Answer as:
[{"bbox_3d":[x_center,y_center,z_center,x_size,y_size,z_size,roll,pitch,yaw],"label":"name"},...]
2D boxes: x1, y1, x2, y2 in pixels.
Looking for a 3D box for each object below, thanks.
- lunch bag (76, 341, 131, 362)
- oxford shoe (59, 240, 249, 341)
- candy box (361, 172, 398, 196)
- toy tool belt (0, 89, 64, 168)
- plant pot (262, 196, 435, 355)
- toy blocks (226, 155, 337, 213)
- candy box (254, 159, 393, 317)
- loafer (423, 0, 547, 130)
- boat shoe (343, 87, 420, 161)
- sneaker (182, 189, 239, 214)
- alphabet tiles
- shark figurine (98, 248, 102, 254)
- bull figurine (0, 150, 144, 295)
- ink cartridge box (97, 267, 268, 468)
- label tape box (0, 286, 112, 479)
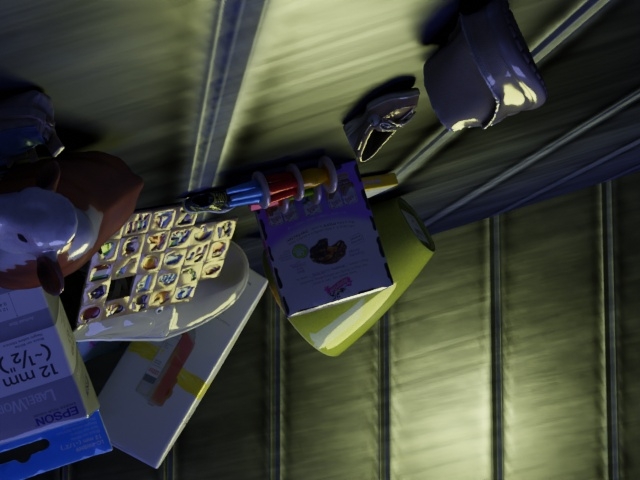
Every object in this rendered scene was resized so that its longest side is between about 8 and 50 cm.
[{"bbox_3d":[-0.439,0.140,1.722,0.262,0.160,0.223,-26,172,19],"label":"lunch bag"},{"bbox_3d":[-0.301,0.074,1.482,0.449,0.169,0.130,-7,168,-32],"label":"oxford shoe"},{"bbox_3d":[0.023,-0.077,1.603,0.206,0.027,0.105,-11,175,-41],"label":"candy box"},{"bbox_3d":[-0.237,-0.077,0.726,0.083,0.051,0.052,-17,174,10],"label":"toy tool belt"},{"bbox_3d":[0.080,0.047,1.983,0.294,0.274,0.275,-34,169,17],"label":"plant pot"},{"bbox_3d":[-0.065,-0.066,1.318,0.148,0.054,0.123,-15,173,-21],"label":"toy blocks"},{"bbox_3d":[0.000,0.000,1.429,0.165,0.196,0.070,-16,174,-7],"label":"candy box"},{"bbox_3d":[0.146,-0.149,0.903,0.092,0.101,0.268,-23,174,6],"label":"loafer"},{"bbox_3d":[0.073,-0.133,1.102,0.056,0.048,0.153,-14,174,-27],"label":"boat shoe"},{"bbox_3d":[-0.147,-0.053,1.321,0.083,0.031,0.035,-14,173,-23],"label":"sneaker"},{"bbox_3d":[-0.231,0.027,1.394,0.237,0.009,0.198,-12,136,-40],"label":"alphabet tiles"},{"bbox_3d":[-0.365,0.025,1.059,0.278,0.116,0.166,-15,176,0],"label":"shark figurine"},{"bbox_3d":[-0.254,-0.015,0.814,0.189,0.101,0.310,-8,-171,8],"label":"bull figurine"},{"bbox_3d":[-0.262,0.207,1.791,0.384,0.160,0.279,-59,-179,-8],"label":"ink cartridge box"},{"bbox_3d":[-0.444,0.198,1.276,0.249,0.347,0.115,-17,-159,-7],"label":"label tape box"}]
